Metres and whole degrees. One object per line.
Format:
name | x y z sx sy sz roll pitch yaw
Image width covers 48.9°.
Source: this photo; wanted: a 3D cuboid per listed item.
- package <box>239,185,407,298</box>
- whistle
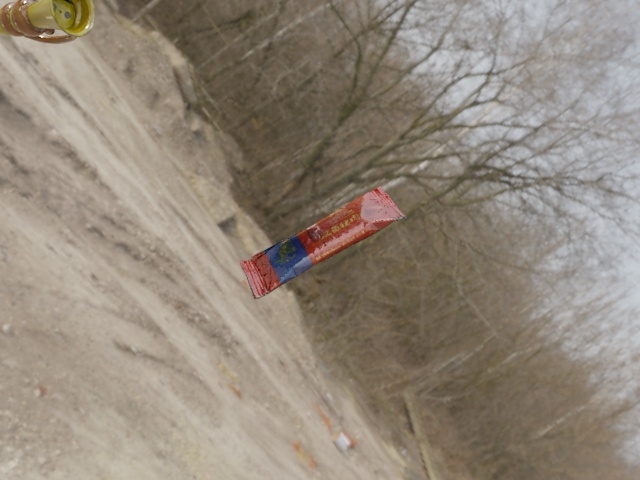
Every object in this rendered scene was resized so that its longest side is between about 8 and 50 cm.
package | 0.000 0.000 0.837 0.022 0.200 0.083 64 -4 -33
whistle | -0.244 -0.199 0.625 0.057 0.109 0.046 -27 114 -48
